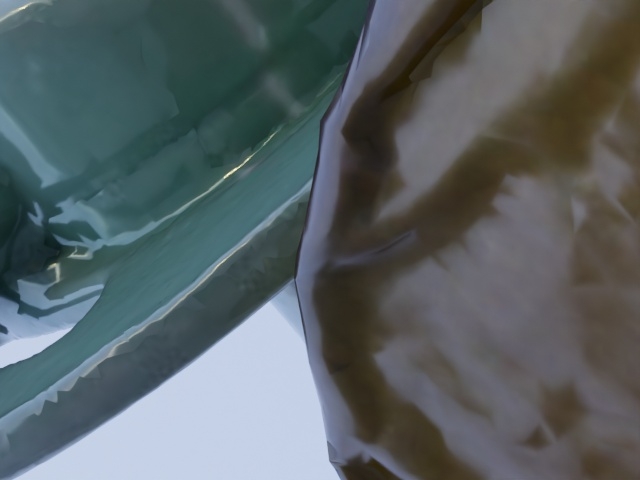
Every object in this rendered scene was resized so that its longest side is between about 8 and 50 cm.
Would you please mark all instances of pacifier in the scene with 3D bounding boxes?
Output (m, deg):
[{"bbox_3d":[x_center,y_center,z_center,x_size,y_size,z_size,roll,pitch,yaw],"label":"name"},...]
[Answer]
[{"bbox_3d":[0.000,0.000,0.575,0.343,0.288,0.269,-45,-71,-31],"label":"pacifier"}]

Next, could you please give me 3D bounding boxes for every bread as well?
[{"bbox_3d":[0.132,0.011,0.341,0.142,0.253,0.227,-29,-44,-57],"label":"bread"}]
